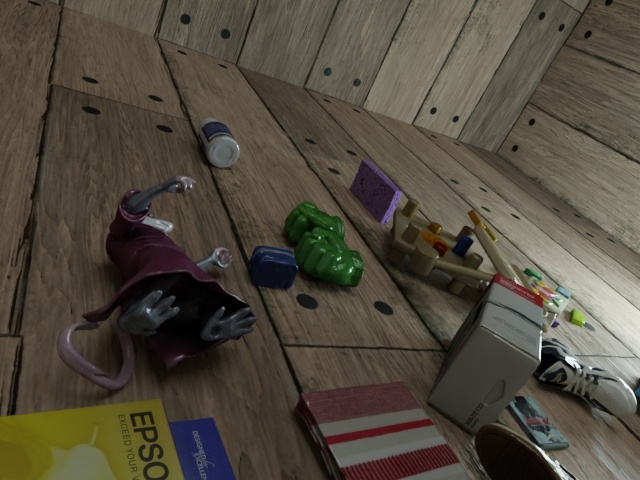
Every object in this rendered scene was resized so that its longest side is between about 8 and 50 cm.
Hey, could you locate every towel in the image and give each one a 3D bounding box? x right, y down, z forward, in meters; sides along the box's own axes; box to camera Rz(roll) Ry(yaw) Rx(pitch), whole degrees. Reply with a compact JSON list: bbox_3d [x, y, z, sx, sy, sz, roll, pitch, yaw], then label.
[{"bbox_3d":[0.125,0.347,0.710,0.237,0.037,0.329,7,33,-38],"label":"towel"}]

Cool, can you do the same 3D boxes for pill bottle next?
[{"bbox_3d":[-0.299,-0.288,1.431,0.094,0.094,0.169,8,32,-33],"label":"pill bottle"}]

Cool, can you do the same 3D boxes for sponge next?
[{"bbox_3d":[0.173,-0.159,1.591,0.031,0.117,0.210,4,33,-33],"label":"sponge"}]

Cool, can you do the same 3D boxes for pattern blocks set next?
[{"bbox_3d":[0.693,0.170,1.555,0.286,0.026,0.325,31,26,10],"label":"pattern blocks set"}]

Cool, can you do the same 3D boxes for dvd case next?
[{"bbox_3d":[0.422,0.357,0.979,0.087,0.013,0.119,11,31,-28],"label":"dvd case"}]

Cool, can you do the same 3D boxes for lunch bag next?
[{"bbox_3d":[-0.101,0.051,1.012,0.099,0.067,0.065,12,29,-24],"label":"lunch bag"}]

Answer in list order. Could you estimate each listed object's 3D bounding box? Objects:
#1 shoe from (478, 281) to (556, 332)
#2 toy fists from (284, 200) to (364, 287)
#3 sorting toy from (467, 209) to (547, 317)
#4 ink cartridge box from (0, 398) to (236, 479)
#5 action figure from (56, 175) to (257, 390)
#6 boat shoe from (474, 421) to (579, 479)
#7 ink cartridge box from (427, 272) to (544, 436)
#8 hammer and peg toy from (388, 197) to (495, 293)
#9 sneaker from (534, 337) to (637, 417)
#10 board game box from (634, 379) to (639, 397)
[{"bbox_3d":[0.547,0.170,1.385,0.219,0.058,0.077,33,27,14],"label":"shoe"},{"bbox_3d":[0.000,0.000,1.168,0.142,0.096,0.279,12,30,-24],"label":"toy fists"},{"bbox_3d":[0.493,0.057,1.364,0.229,0.041,0.307,38,25,-33],"label":"sorting toy"},{"bbox_3d":[-0.192,0.296,0.480,0.308,0.072,0.303,3,34,-36],"label":"ink cartridge box"},{"bbox_3d":[-0.266,0.058,0.800,0.276,0.248,0.370,-39,43,-16],"label":"action figure"},{"bbox_3d":[0.359,0.392,0.790,0.257,0.095,0.095,44,17,21],"label":"boat shoe"},{"bbox_3d":[0.325,0.208,0.958,0.114,0.196,0.273,31,26,13],"label":"ink cartridge box"},{"bbox_3d":[0.315,0.038,1.346,0.266,0.127,0.361,26,26,-4],"label":"hammer and peg toy"},{"bbox_3d":[0.560,0.310,1.100,0.153,0.094,0.235,0,36,-40],"label":"sneaker"},{"bbox_3d":[0.931,0.437,1.191,0.316,0.064,0.242,42,21,30],"label":"board game box"}]
